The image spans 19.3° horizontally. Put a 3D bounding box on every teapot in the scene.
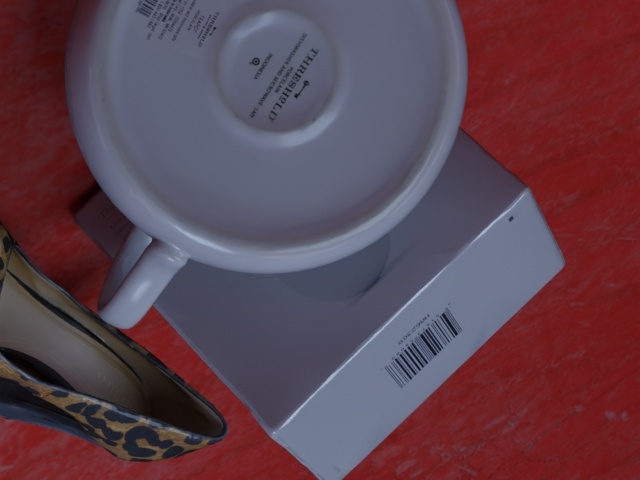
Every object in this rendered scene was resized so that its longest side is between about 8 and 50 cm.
[{"bbox_3d":[-0.041,-0.097,1.142,0.256,0.252,0.187,-16,-173,-9],"label":"teapot"}]

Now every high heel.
[{"bbox_3d":[-0.150,0.056,1.188,0.261,0.186,0.093,91,11,-59],"label":"high heel"}]

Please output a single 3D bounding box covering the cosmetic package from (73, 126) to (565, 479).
[{"bbox_3d":[0.000,0.000,1.261,0.224,0.224,0.138,-43,152,-3],"label":"cosmetic package"}]
